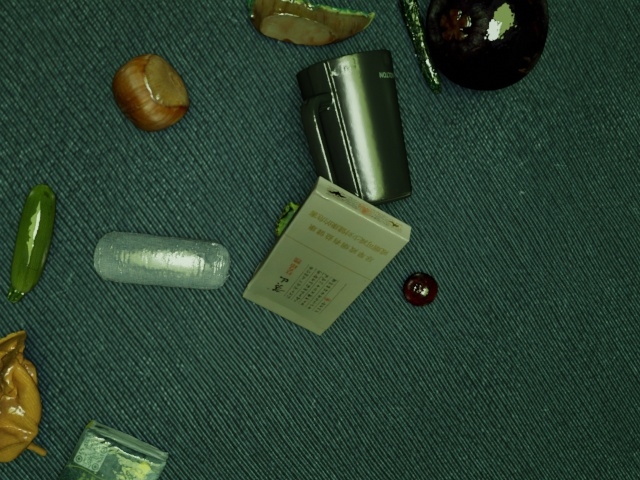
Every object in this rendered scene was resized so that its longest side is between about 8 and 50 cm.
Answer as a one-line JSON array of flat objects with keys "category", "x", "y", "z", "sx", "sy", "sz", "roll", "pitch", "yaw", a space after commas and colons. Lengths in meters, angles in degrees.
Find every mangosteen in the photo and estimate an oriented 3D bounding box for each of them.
[{"category": "mangosteen", "x": 0.230, "y": 0.112, "z": 1.367, "sx": 0.081, "sy": 0.081, "sz": 0.081, "roll": 0, "pitch": 92, "yaw": -10}, {"category": "mangosteen", "x": 0.380, "y": -0.468, "z": 1.301, "sx": 0.302, "sy": 0.275, "sz": 0.275, "roll": -17, "pitch": 96, "yaw": -43}]

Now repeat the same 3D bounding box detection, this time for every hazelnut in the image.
[{"category": "hazelnut", "x": -0.351, "y": -0.297, "z": 1.214, "sx": 0.150, "sy": 0.150, "sz": 0.150, "roll": 0, "pitch": 92, "yaw": -10}]

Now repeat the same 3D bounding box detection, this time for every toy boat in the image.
[{"category": "toy boat", "x": -0.011, "y": -0.474, "z": 1.289, "sx": 0.293, "sy": 0.108, "sz": 0.099, "roll": 0, "pitch": 60, "yaw": -16}]

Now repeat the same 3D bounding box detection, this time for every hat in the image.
[{"category": "hat", "x": -0.617, "y": 0.346, "z": 1.184, "sx": 0.244, "sy": 0.233, "sz": 0.233, "roll": -50, "pitch": 120, "yaw": -34}]

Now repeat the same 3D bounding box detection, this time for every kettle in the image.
[{"category": "kettle", "x": 0.079, "y": -0.221, "z": 1.234, "sx": 0.203, "sy": 0.262, "sz": 0.308, "roll": -12, "pitch": 96, "yaw": 4}]

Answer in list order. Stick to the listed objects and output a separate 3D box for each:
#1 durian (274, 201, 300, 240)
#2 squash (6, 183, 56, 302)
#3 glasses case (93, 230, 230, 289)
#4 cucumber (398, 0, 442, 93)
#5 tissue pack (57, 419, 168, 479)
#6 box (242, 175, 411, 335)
[{"category": "durian", "x": -0.001, "y": -0.002, "z": 1.311, "sx": 0.220, "sy": 0.095, "sz": 0.137, "roll": 33, "pitch": 122, "yaw": -12}, {"category": "squash", "x": -0.586, "y": 0.008, "z": 1.214, "sx": 0.066, "sy": 0.066, "sz": 0.252, "roll": 12, "pitch": 91, "yaw": -11}, {"category": "glasses case", "x": -0.333, "y": 0.043, "z": 1.262, "sx": 0.282, "sy": 0.067, "sz": 0.109, "roll": 5, "pitch": 88, "yaw": -9}, {"category": "cucumber", "x": 0.227, "y": -0.459, "z": 1.359, "sx": 0.044, "sy": 0.043, "sz": 0.257, "roll": -20, "pitch": 96, "yaw": -4}, {"category": "tissue pack", "x": -0.461, "y": 0.535, "z": 1.246, "sx": 0.185, "sy": 0.081, "sz": 0.257, "roll": 27, "pitch": 87, "yaw": -7}, {"category": "box", "x": 0.000, "y": 0.049, "z": 1.209, "sx": 0.204, "sy": 0.365, "sz": 0.051, "roll": 28, "pitch": 43, "yaw": -11}]
